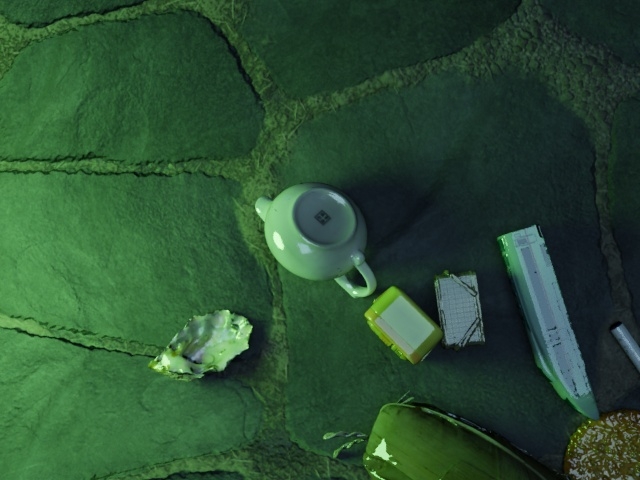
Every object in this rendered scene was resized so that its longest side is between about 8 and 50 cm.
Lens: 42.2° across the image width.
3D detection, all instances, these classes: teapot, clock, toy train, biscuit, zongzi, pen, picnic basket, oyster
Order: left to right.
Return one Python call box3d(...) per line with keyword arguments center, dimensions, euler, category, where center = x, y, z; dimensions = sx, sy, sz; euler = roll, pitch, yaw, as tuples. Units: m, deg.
box3d(center=(-0.237, 0.227, 1.717), dimensions=(0.133, 0.072, 0.209), euler=(41, 69, 12), category="oyster")
box3d(center=(0.000, 0.000, 1.683), dimensions=(0.299, 0.166, 0.208), euler=(50, 49, -1), category="teapot")
box3d(center=(0.159, 0.166, 1.625), dimensions=(0.143, 0.202, 0.096), euler=(42, 88, 6), category="clock")
box3d(center=(0.237, 0.448, 1.466), dimensions=(0.500, 0.467, 0.218), euler=(28, 93, 6), category="zongzi")
box3d(center=(0.277, 0.139, 1.663), dimensions=(0.079, 0.115, 0.164), euler=(-7, 84, 5), category="picnic basket")
box3d(center=(0.456, 0.174, 1.664), dimensions=(0.088, 0.086, 0.407), euler=(-17, 85, 1), category="toy train")
box3d(center=(0.615, 0.462, 1.657), dimensions=(0.254, 0.035, 0.254), euler=(0, 86, 3), category="biscuit")
box3d(center=(0.669, 0.282, 1.671), dimensions=(0.033, 0.033, 0.269), euler=(-34, 84, 0), category="pen")
